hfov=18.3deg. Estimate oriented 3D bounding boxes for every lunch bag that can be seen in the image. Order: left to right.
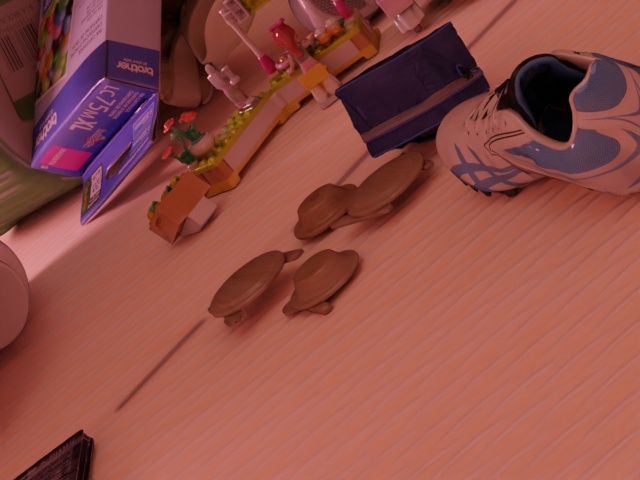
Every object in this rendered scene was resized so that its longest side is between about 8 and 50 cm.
[{"bbox_3d":[0.068,-0.100,1.363,0.098,0.065,0.067,-26,8,39],"label":"lunch bag"}]

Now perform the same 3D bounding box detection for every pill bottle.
[{"bbox_3d":[-0.308,0.042,1.709,0.108,0.108,0.180,-45,19,-9],"label":"pill bottle"}]

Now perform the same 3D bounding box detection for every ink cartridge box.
[{"bbox_3d":[-0.204,-0.191,1.810,0.186,0.065,0.311,-40,47,53],"label":"ink cartridge box"}]

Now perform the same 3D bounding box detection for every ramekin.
[{"bbox_3d":[-0.331,-0.159,1.928,0.148,0.303,0.303,-21,26,30],"label":"ramekin"}]

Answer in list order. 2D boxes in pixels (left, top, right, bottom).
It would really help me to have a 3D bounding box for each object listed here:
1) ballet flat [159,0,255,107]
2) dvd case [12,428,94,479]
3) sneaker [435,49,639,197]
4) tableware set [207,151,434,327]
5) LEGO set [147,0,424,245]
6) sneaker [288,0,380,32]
[{"bbox_3d":[-0.116,-0.202,1.843,0.342,0.116,0.124,-50,45,49],"label":"ballet flat"},{"bbox_3d":[-0.216,0.221,1.275,0.164,0.018,0.221,-36,19,11],"label":"dvd case"},{"bbox_3d":[0.128,-0.075,1.157,0.085,0.086,0.237,-48,18,-14],"label":"sneaker"},{"bbox_3d":[0.000,0.000,1.342,0.169,0.020,0.141,-49,21,-26],"label":"tableware set"},{"bbox_3d":[-0.056,-0.133,1.609,0.287,0.107,0.132,-41,19,-1],"label":"LEGO set"},{"bbox_3d":[0.013,-0.244,1.790,0.281,0.105,0.115,-83,11,-58],"label":"sneaker"}]
